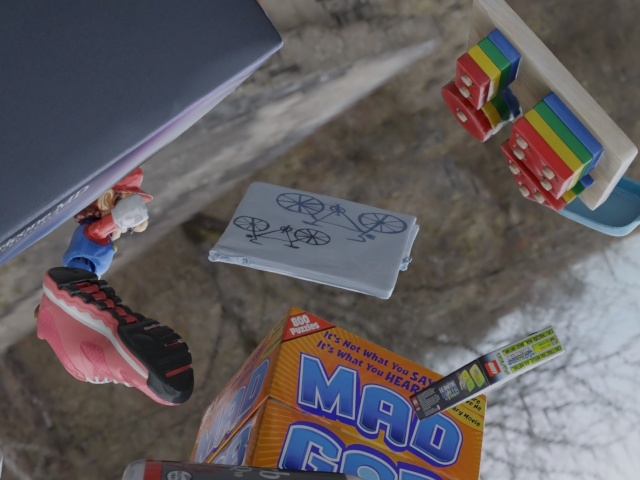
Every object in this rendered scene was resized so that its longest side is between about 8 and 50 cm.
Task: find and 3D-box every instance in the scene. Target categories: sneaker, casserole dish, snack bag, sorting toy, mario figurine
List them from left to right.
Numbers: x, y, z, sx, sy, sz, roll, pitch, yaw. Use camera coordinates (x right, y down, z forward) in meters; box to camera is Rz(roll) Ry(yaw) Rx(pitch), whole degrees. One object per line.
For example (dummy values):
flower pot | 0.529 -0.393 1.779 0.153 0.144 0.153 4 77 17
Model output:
mario figurine | -0.377 0.014 2.208 0.198 0.321 0.170 9 160 33
sneaker | -0.313 0.169 1.879 0.116 0.314 0.136 -7 128 -55
snack bag | 0.000 0.000 2.155 0.323 0.037 0.342 13 -155 5
sorting toy | 0.248 -0.145 1.519 0.089 0.257 0.255 -39 169 -4
casserole dish | 0.455 -0.063 2.027 0.188 0.037 0.114 28 -122 38

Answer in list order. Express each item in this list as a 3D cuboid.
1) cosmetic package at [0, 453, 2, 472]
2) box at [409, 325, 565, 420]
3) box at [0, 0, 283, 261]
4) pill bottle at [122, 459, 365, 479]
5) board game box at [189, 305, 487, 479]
cosmetic package | -0.679 0.419 2.161 0.231 0.086 0.117 10 -154 -10
box | 0.199 0.165 1.524 0.114 0.036 0.207 -20 169 -24
box | -0.233 -0.091 0.895 0.296 0.183 0.294 -40 -173 -30
pill bottle | -0.045 0.359 1.380 0.362 0.210 0.210 5 173 -6
board game box | 0.002 0.393 1.926 0.356 0.356 0.356 -51 -161 44
